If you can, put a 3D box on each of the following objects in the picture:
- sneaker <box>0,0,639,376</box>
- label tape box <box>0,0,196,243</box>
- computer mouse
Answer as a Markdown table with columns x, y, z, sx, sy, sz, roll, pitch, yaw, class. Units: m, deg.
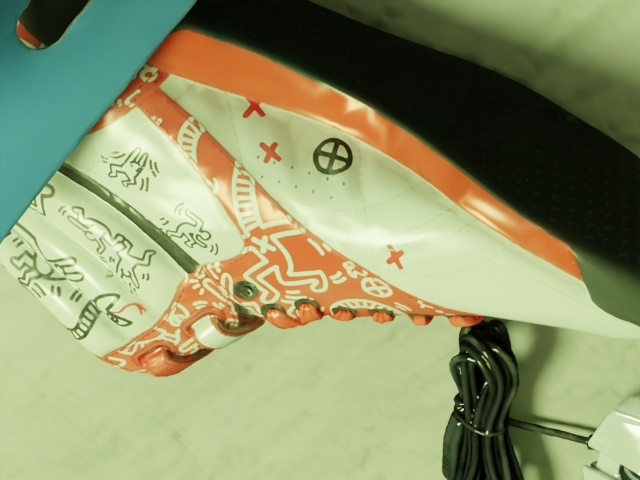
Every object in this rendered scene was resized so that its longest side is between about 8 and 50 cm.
| x | y | z | sx | sy | sz | roll | pitch | yaw | class |
| --- | --- | --- | --- | --- | --- | --- | --- | --- | --- |
| 0.000 | -0.001 | 0.616 | 0.270 | 0.090 | 0.145 | 26 | 123 | 2 | sneaker |
| -0.134 | -0.118 | 0.405 | 0.334 | 0.106 | 0.240 | 31 | 105 | -38 | label tape box |
| 0.142 | 0.094 | 0.661 | 0.193 | 0.042 | 0.106 | 10 | 120 | 8 | computer mouse |
